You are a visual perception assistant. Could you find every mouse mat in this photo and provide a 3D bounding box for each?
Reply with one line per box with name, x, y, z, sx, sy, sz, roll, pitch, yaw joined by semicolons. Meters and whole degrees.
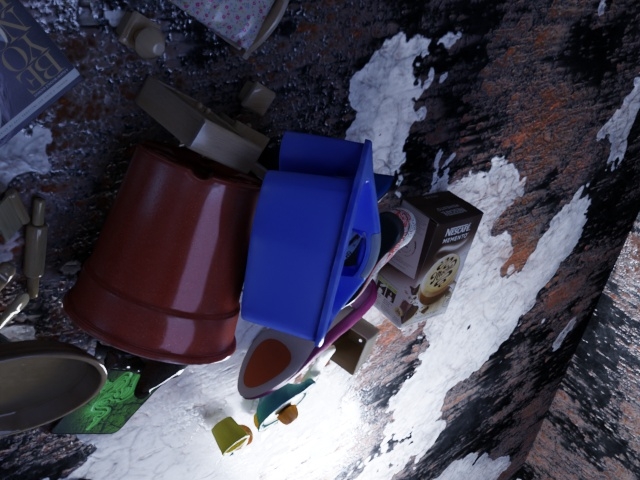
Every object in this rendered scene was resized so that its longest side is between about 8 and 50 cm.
mouse mat;-0.386;0.300;1.290;0.189;0.007;0.153;-48;144;18

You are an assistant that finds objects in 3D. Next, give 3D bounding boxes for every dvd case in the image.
dvd case;-0.414;-0.223;0.843;0.164;0.018;0.221;-43;143;-10

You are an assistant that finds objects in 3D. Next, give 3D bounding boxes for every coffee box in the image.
coffee box;0.248;0.044;1.659;0.168;0.119;0.297;-13;130;-38

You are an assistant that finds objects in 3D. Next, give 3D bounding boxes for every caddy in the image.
caddy;0.000;0.000;1.053;0.241;0.179;0.341;-72;176;-50

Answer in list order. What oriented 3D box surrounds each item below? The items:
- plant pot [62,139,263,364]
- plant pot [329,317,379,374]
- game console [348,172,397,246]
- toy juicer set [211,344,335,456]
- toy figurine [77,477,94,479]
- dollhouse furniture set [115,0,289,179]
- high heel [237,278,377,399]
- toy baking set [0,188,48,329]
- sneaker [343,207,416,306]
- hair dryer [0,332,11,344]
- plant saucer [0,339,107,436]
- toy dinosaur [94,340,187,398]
plant pot;-0.215;0.005;1.059;0.272;0.272;0.265;7;108;-48
plant pot;0.078;0.235;1.668;0.096;0.109;0.109;-18;134;-51
game console;0.026;0.010;1.362;0.293;0.173;0.250;-43;142;-9
toy juicer set;-0.085;0.382;1.587;0.329;0.089;0.209;-34;160;-16
toy figurine;-0.488;0.595;1.356;0.213;0.148;0.209;-17;132;-35
dollhouse furniture set;-0.085;-0.289;0.993;0.303;0.174;0.355;22;104;-52
high heel;-0.017;0.218;1.547;0.377;0.127;0.181;-42;153;1
toy baking set;-0.457;0.052;0.966;0.197;0.030;0.256;-36;145;-56
sneaker;0.090;0.041;1.424;0.270;0.090;0.145;-50;169;25
hair dryer;-0.541;0.106;0.973;0.224;0.080;0.293;-26;145;-53
plant saucer;-0.453;0.217;1.015;0.278;0.041;0.277;-18;153;-10
toy dinosaur;-0.283;0.179;1.168;0.160;0.314;0.120;11;87;-25
